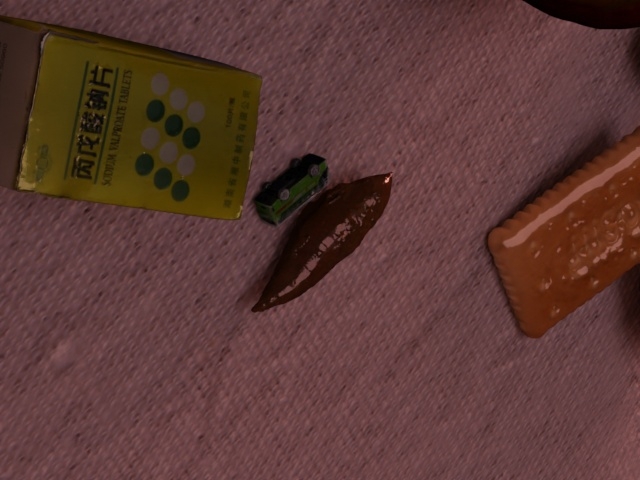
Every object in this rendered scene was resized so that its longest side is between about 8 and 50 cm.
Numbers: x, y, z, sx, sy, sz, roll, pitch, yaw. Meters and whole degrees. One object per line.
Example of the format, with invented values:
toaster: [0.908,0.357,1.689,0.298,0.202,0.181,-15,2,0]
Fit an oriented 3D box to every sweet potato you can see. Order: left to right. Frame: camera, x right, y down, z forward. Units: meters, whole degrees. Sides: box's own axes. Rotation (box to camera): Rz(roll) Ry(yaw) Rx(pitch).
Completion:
sweet potato: [0.000,0.000,1.762,0.068,0.060,0.206,40,71,-1]

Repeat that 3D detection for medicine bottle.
medicine bottle: [-0.186,-0.108,1.512,0.250,0.141,0.137,7,99,-42]

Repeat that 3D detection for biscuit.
biscuit: [0.311,-0.009,2.018,0.250,0.030,0.160,-34,121,-17]

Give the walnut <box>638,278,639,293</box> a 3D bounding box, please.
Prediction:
walnut: [0.453,0.066,2.122,0.144,0.144,0.180,-15,99,-39]

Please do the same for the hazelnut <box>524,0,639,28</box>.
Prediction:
hazelnut: [0.284,-0.424,1.711,0.402,0.402,0.429,-17,129,-38]

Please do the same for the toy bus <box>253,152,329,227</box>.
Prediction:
toy bus: [-0.027,-0.051,1.739,0.083,0.031,0.037,-40,131,-27]
